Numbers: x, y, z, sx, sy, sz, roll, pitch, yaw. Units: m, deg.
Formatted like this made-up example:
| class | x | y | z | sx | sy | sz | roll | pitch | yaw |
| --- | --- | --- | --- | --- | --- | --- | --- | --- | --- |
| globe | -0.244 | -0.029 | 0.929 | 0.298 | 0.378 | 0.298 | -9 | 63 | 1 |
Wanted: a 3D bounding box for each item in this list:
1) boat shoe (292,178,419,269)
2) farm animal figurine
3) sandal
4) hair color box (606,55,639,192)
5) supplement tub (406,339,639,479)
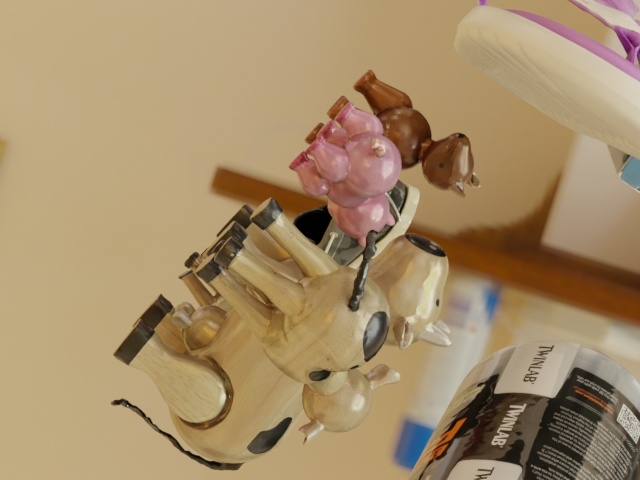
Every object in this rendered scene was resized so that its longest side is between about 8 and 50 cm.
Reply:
| class | x | y | z | sx | sy | sz | roll | pitch | yaw |
| --- | --- | --- | --- | --- | --- | --- | --- | --- | --- |
| boat shoe | 0.000 | 0.000 | 1.872 | 0.079 | 0.084 | 0.233 | 26 | 138 | -21 |
| farm animal figurine | -0.003 | 0.050 | 1.342 | 0.172 | 0.327 | 0.330 | 43 | -149 | -4 |
| sandal | 0.184 | -0.150 | 1.447 | 0.169 | 0.102 | 0.416 | 32 | -176 | -11 |
| hair color box | 0.332 | -0.078 | 1.615 | 0.174 | 0.105 | 0.347 | 34 | -166 | -4 |
| supplement tub | 0.158 | 0.231 | 1.560 | 0.194 | 0.193 | 0.316 | 17 | -149 | 13 |
